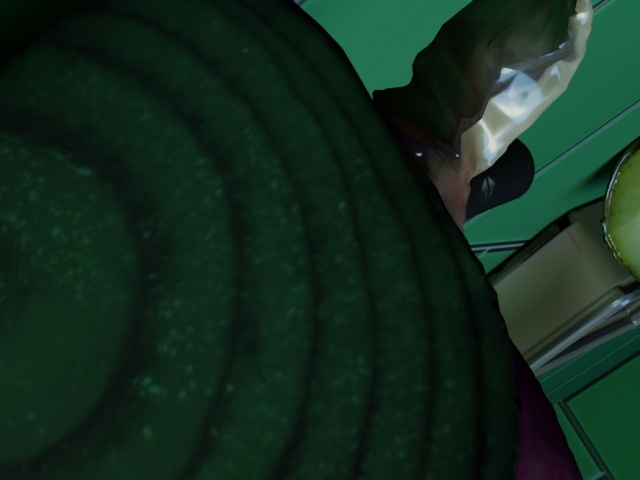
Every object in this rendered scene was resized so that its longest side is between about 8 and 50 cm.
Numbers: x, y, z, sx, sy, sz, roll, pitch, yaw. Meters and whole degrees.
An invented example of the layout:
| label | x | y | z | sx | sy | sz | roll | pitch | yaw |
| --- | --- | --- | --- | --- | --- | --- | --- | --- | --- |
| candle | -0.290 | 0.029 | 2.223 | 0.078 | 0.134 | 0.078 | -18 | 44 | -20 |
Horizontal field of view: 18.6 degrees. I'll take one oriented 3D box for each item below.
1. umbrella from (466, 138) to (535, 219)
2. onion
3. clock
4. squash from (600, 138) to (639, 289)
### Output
| label | x | y | z | sx | sy | sz | roll | pitch | yaw |
| --- | --- | --- | --- | --- | --- | --- | --- | --- | --- |
| umbrella | 0.001 | 0.001 | 0.787 | 0.250 | 0.053 | 0.052 | -21 | 164 | -42 |
| onion | -0.038 | 0.071 | 0.522 | 0.272 | 0.256 | 0.230 | -11 | 155 | 8 |
| clock | 0.200 | 0.022 | 1.364 | 0.192 | 0.071 | 0.147 | -20 | 164 | -45 |
| squash | 0.296 | -0.030 | 1.264 | 0.137 | 0.137 | 0.287 | -39 | 169 | 32 |
